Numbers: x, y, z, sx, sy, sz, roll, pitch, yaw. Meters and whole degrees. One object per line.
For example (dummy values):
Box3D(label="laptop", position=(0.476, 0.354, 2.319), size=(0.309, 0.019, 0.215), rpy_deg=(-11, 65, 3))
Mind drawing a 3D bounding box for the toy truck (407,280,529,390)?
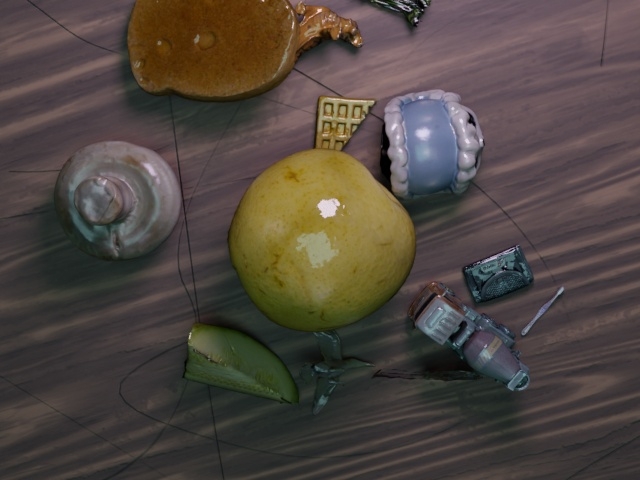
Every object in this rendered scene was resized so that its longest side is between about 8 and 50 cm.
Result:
Box3D(label="toy truck", position=(0.303, 0.198, 1.682), size=(0.257, 0.140, 0.108), rpy_deg=(36, 101, -8))

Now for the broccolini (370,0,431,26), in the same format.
Box3D(label="broccolini", position=(0.094, -0.515, 1.567), size=(0.271, 0.062, 0.123), rpy_deg=(28, 92, -3))

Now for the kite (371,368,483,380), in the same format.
Box3D(label="kite", position=(0.218, 0.276, 1.724), size=(0.229, 0.127, 0.016), rpy_deg=(0, 70, 6))

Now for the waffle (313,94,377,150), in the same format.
Box3D(label="waffle", position=(0.044, -0.187, 1.653), size=(0.125, 0.032, 0.191), rpy_deg=(3, 105, -3))

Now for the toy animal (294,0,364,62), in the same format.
Box3D(label="toy animal", position=(-0.056, -0.365, 1.587), size=(0.255, 0.116, 0.114), rpy_deg=(-29, 82, 13))

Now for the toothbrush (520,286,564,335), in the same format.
Box3D(label="toothbrush", position=(0.459, 0.146, 1.736), size=(0.011, 0.013, 0.131), rpy_deg=(39, 101, 2))

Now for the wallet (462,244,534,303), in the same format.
Box3D(label="wallet", position=(0.363, 0.072, 1.711), size=(0.129, 0.026, 0.088), rpy_deg=(-23, 101, 5))

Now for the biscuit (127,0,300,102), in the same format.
Box3D(label="biscuit", position=(-0.199, -0.398, 1.545), size=(0.344, 0.057, 0.287), rpy_deg=(2, 92, 19))

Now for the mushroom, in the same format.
Box3D(label="mushroom", position=(-0.391, -0.070, 1.578), size=(0.243, 0.243, 0.243), rpy_deg=(0, 103, 0))

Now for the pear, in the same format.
Box3D(label="pear", position=(0.000, 0.000, 1.534), size=(0.348, 0.348, 0.348), rpy_deg=(0, 103, 0))

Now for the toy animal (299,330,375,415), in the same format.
Box3D(label="toy animal", position=(0.036, 0.270, 1.724), size=(0.155, 0.095, 0.219), rpy_deg=(4, 104, 3))

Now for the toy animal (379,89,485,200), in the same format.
Box3D(label="toy animal", position=(0.212, -0.177, 1.588), size=(0.204, 0.156, 0.208), rpy_deg=(-5, 102, 1))

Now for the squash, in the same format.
Box3D(label="squash", position=(-0.145, 0.244, 1.709), size=(0.252, 0.093, 0.169), rpy_deg=(14, 147, -3))
